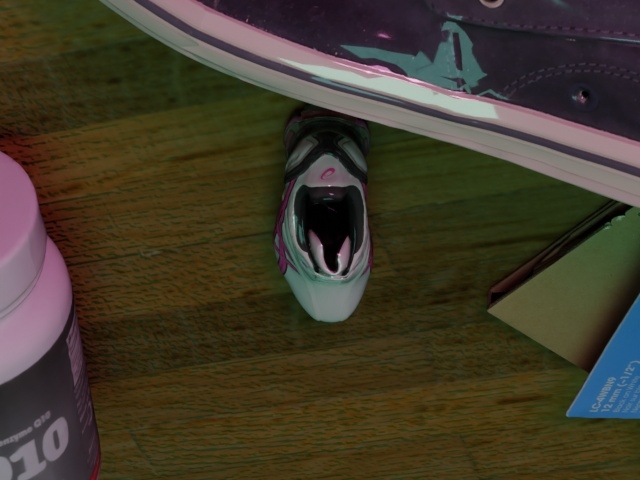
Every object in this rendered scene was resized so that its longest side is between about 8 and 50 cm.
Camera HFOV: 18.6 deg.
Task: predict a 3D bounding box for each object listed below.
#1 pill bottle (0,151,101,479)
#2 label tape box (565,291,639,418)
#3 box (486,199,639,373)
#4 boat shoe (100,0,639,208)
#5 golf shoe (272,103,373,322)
[{"bbox_3d":[-0.243,0.079,1.333,0.161,0.161,0.283,1,137,4],"label":"pill bottle"},{"bbox_3d":[0.374,0.102,1.309,0.348,0.115,0.249,6,138,-15],"label":"label tape box"},{"bbox_3d":[0.242,0.049,1.358,0.201,0.021,0.164,31,131,-26],"label":"box"},{"bbox_3d":[0.091,-0.131,1.047,0.500,0.187,0.156,18,105,14],"label":"boat shoe"},{"bbox_3d":[0.000,0.000,1.283,0.068,0.086,0.186,0,138,3],"label":"golf shoe"}]
